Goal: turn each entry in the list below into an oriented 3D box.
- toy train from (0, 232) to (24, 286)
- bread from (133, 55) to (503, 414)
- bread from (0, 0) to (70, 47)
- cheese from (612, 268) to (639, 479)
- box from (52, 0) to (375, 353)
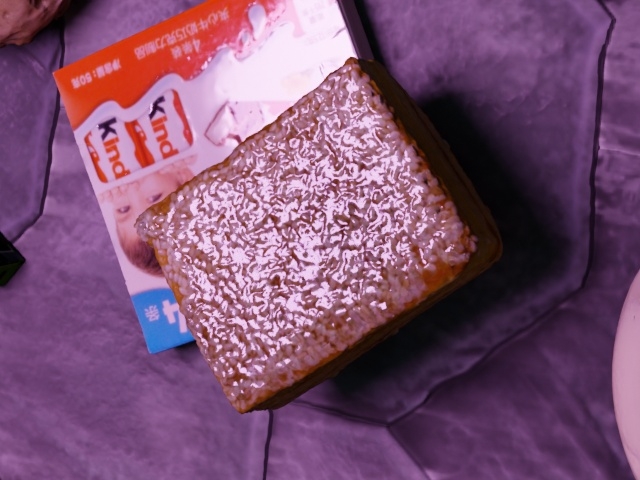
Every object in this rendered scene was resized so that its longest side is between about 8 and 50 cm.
[{"bbox_3d":[-0.364,-0.038,1.246,0.209,0.044,0.042,45,110,13],"label":"toy train"},{"bbox_3d":[0.000,0.000,1.022,0.234,0.110,0.184,-34,81,20],"label":"bread"},{"bbox_3d":[-0.304,-0.270,1.160,0.230,0.123,0.230,4,101,20],"label":"bread"},{"bbox_3d":[0.339,0.100,0.934,0.266,0.127,0.233,-17,91,25],"label":"cheese"},{"bbox_3d":[-0.066,-0.068,1.121,0.273,0.048,0.264,-21,88,22],"label":"box"}]
